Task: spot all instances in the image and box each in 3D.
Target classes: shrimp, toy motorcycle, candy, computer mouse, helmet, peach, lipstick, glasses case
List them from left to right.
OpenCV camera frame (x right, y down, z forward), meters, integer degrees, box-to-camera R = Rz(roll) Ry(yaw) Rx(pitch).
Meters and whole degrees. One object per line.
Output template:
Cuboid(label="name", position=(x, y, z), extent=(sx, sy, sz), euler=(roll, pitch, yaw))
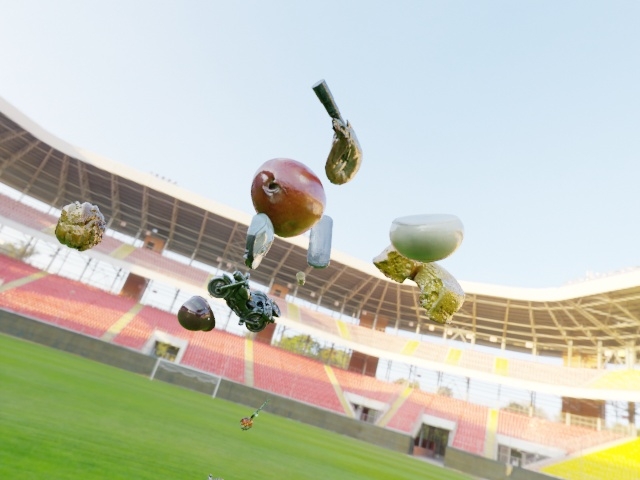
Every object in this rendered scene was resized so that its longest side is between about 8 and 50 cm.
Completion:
Cuboid(label="helmet", position=(-0.536, 0.327, 1.694), extent=(0.175, 0.106, 0.155), euler=(42, -62, 14))
Cuboid(label="toy motorcycle", position=(-0.243, 0.187, 1.338), extent=(0.275, 0.127, 0.205), euler=(50, 6, -18))
Cuboid(label="candy", position=(-0.252, 0.677, 1.569), extent=(0.049, 0.185, 0.055), euler=(45, 18, 14))
Cuboid(label="computer mouse", position=(-0.164, -0.003, 1.104), extent=(0.068, 0.229, 0.113), euler=(6, -62, -5))
Cuboid(label="peach", position=(-0.112, -0.140, 1.346), extent=(0.238, 0.281, 0.281), euler=(11, -22, 29))
Cuboid(label="glasses case", position=(0.000, 0.000, 1.869), extent=(0.109, 0.282, 0.067), euler=(4, -28, 1))
Cuboid(label="lipstick", position=(0.052, -0.445, 1.399), extent=(0.053, 0.053, 0.234), euler=(-6, -48, 43))
Cuboid(label="shrimp", position=(0.070, -0.302, 1.395), extent=(0.077, 0.168, 0.317), euler=(38, -8, 30))

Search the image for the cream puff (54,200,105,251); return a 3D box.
Cuboid(label="cream puff", position=(-0.597, -0.032, 1.009), extent=(0.104, 0.119, 0.133), euler=(-5, -41, -19))

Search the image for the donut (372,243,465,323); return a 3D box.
Cuboid(label="donut", position=(0.461, 0.159, 1.805), extent=(0.435, 0.163, 0.377), euler=(43, 18, 17))

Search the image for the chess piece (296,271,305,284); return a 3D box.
Cuboid(label="chess piece", position=(-0.078, 0.160, 1.622), extent=(0.035, 0.035, 0.092), euler=(14, -27, 7))

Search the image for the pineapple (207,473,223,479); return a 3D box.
Cuboid(label="pineapple", position=(-0.233, 0.669, 0.961), extent=(0.103, 0.083, 0.221), euler=(35, 11, -45))

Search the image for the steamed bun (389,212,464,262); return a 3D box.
Cuboid(label="steamed bun", position=(0.333, -0.002, 1.267), extent=(0.231, 0.145, 0.232), euler=(-5, 11, 1))
